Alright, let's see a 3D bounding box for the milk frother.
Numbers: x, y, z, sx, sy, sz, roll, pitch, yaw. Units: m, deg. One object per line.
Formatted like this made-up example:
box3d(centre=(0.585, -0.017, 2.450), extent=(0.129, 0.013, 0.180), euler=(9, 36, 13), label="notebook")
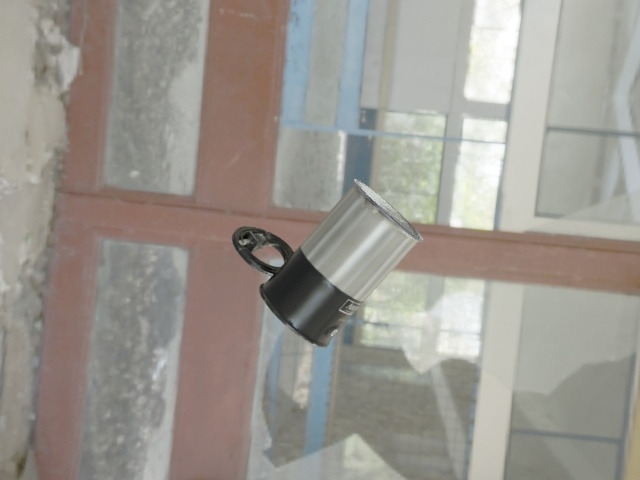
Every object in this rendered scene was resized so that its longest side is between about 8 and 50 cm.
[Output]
box3d(centre=(0.000, 0.000, 0.817), extent=(0.135, 0.143, 0.129), euler=(-48, 174, 9), label="milk frother")
